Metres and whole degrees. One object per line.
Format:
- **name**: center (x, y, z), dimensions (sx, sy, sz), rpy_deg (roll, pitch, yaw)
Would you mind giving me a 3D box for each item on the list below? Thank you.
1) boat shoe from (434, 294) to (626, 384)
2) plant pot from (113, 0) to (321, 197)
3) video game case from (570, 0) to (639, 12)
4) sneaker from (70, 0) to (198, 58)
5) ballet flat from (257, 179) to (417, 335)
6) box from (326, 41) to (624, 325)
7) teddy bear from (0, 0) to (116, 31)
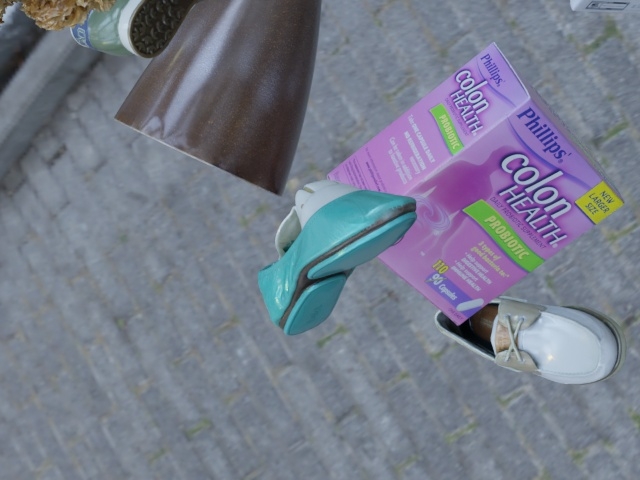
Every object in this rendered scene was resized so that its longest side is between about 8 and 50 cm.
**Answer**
- **boat shoe**: center (0.278, 0.135, 1.720), dimensions (0.302, 0.103, 0.113), rpy_deg (7, 96, 56)
- **plant pot**: center (-0.095, -0.199, 1.462), dimensions (0.215, 0.215, 0.230), rpy_deg (25, 92, 24)
- **video game case**: center (0.337, -0.254, 1.196), dimensions (0.143, 0.157, 0.019), rpy_deg (126, 141, -70)
- **sneaker**: center (-0.141, -0.220, 1.077), dimensions (0.086, 0.192, 0.064), rpy_deg (5, 132, 31)
- **ballet flat**: center (0.000, 0.000, 1.057), dimensions (0.087, 0.083, 0.247), rpy_deg (63, 151, 14)
- **box**: center (0.174, -0.057, 1.414), dimensions (0.243, 0.213, 0.117), rpy_deg (-38, 40, 15)
- **teddy bear**: center (-0.173, -0.185, 0.717), dimensions (0.338, 0.245, 0.113), rpy_deg (-33, 70, 54)
